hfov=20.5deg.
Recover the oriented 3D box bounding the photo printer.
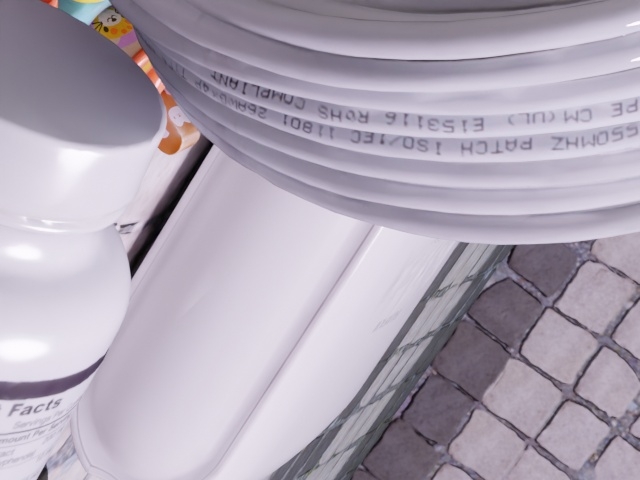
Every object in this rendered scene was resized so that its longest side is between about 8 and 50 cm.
[{"bbox_3d":[0.000,0.000,0.926,0.307,0.107,0.256,-57,169,16],"label":"photo printer"}]

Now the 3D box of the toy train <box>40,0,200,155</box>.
[{"bbox_3d":[-0.069,-0.056,0.619,0.125,0.046,0.166,-58,169,22],"label":"toy train"}]

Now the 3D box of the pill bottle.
[{"bbox_3d":[-0.120,0.028,0.499,0.193,0.108,0.108,-59,168,25],"label":"pill bottle"}]

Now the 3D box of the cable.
[{"bbox_3d":[0.061,-0.104,0.496,0.257,0.257,0.089,-41,137,-29],"label":"cable"}]

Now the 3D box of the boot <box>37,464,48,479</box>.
[{"bbox_3d":[-0.200,0.184,0.740,0.246,0.083,0.161,-48,174,-23],"label":"boot"}]
